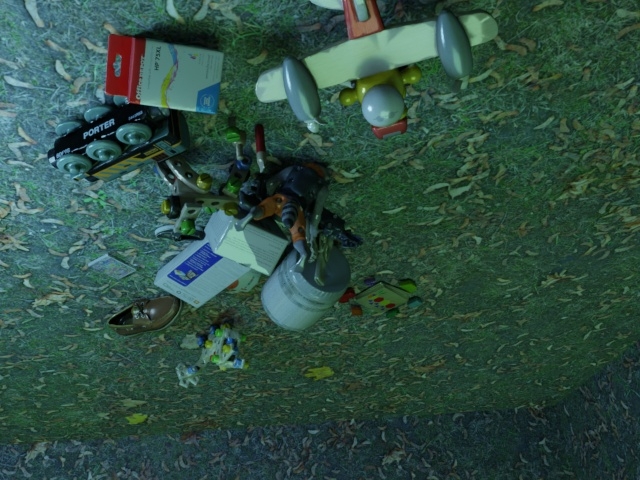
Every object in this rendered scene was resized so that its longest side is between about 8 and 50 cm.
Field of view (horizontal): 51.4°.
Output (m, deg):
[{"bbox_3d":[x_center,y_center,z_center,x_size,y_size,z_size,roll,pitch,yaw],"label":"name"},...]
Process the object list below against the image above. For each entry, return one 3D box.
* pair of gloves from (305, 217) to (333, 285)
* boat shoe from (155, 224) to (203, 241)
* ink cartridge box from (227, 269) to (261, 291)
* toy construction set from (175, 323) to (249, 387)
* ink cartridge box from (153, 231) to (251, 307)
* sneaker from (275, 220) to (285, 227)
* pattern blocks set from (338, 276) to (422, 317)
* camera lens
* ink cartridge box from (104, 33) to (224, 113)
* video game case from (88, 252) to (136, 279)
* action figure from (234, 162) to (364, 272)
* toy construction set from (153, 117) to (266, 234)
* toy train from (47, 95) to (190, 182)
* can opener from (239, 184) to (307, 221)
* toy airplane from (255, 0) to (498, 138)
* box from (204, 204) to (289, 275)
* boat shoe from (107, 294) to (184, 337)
[{"bbox_3d":[0.000,0.000,1.953,0.042,0.204,0.240,0,149,13],"label":"pair of gloves"},{"bbox_3d":[-0.419,-0.018,1.977,0.142,0.040,0.049,-3,147,-9],"label":"boat shoe"},{"bbox_3d":[-0.261,0.105,2.203,0.146,0.045,0.179,14,143,-32],"label":"ink cartridge box"},{"bbox_3d":[-0.401,0.436,2.520,0.328,0.214,0.151,-29,141,29],"label":"toy construction set"},{"bbox_3d":[-0.349,0.079,2.086,0.176,0.069,0.371,34,132,-27],"label":"ink cartridge box"},{"bbox_3d":[-0.133,-0.056,1.992,0.037,0.031,0.083,-31,141,30],"label":"sneaker"},{"bbox_3d":[0.229,0.214,2.497,0.286,0.026,0.325,-23,145,22],"label":"pattern blocks set"},{"bbox_3d":[-0.051,0.150,2.156,0.220,0.219,0.274,10,143,-26],"label":"camera lens"},{"bbox_3d":[-0.329,-0.350,1.399,0.231,0.078,0.134,4,109,-19],"label":"ink cartridge box"},{"bbox_3d":[-0.658,0.083,2.106,0.087,0.011,0.122,-24,144,23],"label":"video game case"},{"bbox_3d":[-0.028,-0.077,1.726,0.342,0.330,0.178,27,137,-3],"label":"action figure"},{"bbox_3d":[-0.260,-0.132,1.656,0.309,0.237,0.257,-29,142,28],"label":"toy construction set"},{"bbox_3d":[-0.470,-0.230,1.561,0.334,0.142,0.190,-21,155,19],"label":"toy train"},{"bbox_3d":[-0.137,-0.084,1.904,0.280,0.093,0.074,17,140,-42],"label":"can opener"},{"bbox_3d":[0.113,-0.360,1.358,0.385,0.272,0.386,14,142,-29],"label":"toy airplane"},{"bbox_3d":[-0.209,-0.013,1.854,0.181,0.182,0.119,25,102,-27],"label":"box"},{"bbox_3d":[-0.609,0.262,2.301,0.307,0.110,0.104,-27,144,27],"label":"boat shoe"}]
